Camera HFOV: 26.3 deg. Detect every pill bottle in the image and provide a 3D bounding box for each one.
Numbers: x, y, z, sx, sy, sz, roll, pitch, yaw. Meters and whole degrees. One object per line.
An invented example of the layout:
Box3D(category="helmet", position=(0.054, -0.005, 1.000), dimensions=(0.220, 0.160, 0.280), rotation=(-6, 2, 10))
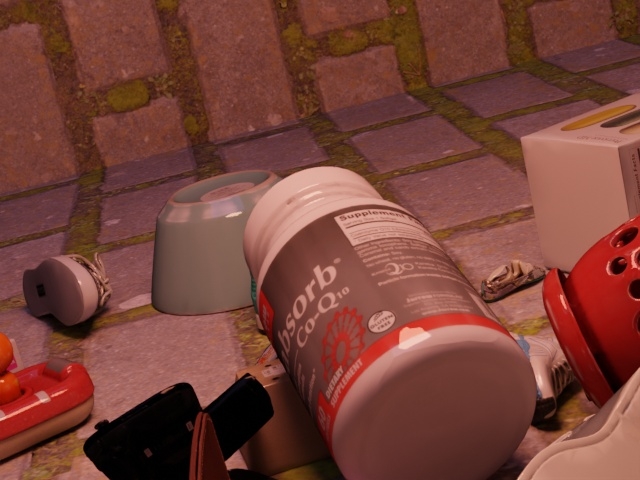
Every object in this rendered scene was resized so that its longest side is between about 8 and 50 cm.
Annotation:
Box3D(category="pill bottle", position=(0.054, 0.084, 1.420), dimensions=(0.210, 0.210, 0.363), rotation=(-17, 36, -13))

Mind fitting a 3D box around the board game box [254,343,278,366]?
Box3D(category="board game box", position=(-0.041, 0.141, 1.686), dimensions=(0.136, 0.035, 0.201), rotation=(-47, 3, 22))

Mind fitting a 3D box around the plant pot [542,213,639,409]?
Box3D(category="plant pot", position=(0.333, 0.076, 1.416), dimensions=(0.174, 0.191, 0.191), rotation=(-26, 13, 12))

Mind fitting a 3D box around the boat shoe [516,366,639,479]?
Box3D(category="boat shoe", position=(0.248, 0.223, 1.235), dimensions=(0.319, 0.116, 0.099), rotation=(-36, -16, -40))

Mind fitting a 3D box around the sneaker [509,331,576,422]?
Box3D(category="sneaker", position=(0.254, 0.141, 1.515), dimensions=(0.083, 0.071, 0.191), rotation=(-6, 16, 4))

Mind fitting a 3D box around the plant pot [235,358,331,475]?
Box3D(category="plant pot", position=(-0.044, 0.190, 1.533), dimensions=(0.109, 0.096, 0.109), rotation=(-17, 16, -9))

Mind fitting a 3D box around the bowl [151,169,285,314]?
Box3D(category="bowl", position=(-0.142, -0.012, 2.208), dimensions=(0.311, 0.163, 0.311), rotation=(-13, 15, 4))

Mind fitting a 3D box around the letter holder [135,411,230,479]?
Box3D(category="letter holder", position=(-0.132, 0.283, 1.052), dimensions=(0.152, 0.214, 0.302), rotation=(-13, 16, -1))

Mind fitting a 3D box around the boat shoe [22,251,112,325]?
Box3D(category="boat shoe", position=(-0.391, 0.077, 2.208), dimensions=(0.105, 0.113, 0.306), rotation=(-14, -1, -26))

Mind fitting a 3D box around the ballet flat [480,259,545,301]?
Box3D(category="ballet flat", position=(0.265, 0.048, 1.883), dimensions=(0.114, 0.041, 0.041), rotation=(-23, 18, -31))

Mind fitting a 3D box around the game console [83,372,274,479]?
Box3D(category="game console", position=(-0.139, 0.191, 1.294), dimensions=(0.213, 0.044, 0.361), rotation=(-40, -14, -12))

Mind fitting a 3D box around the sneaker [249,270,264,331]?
Box3D(category="sneaker", position=(0.000, 0.000, 2.012), dimensions=(0.124, 0.178, 0.295), rotation=(1, 21, 43))

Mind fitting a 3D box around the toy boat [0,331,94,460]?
Box3D(category="toy boat", position=(-0.412, 0.186, 1.748), dimensions=(0.231, 0.151, 0.151), rotation=(-23, 18, -32))

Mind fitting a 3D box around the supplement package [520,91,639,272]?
Box3D(category="supplement package", position=(0.452, -0.082, 1.887), dimensions=(0.262, 0.198, 0.199), rotation=(-22, 18, -27))

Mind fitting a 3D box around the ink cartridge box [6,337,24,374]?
Box3D(category="ink cartridge box", position=(-0.613, 0.192, 2.076), dimensions=(0.311, 0.065, 0.186), rotation=(1, 20, 46))

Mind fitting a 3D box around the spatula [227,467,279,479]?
Box3D(category="spatula", position=(-0.026, 0.265, 1.375), dimensions=(0.084, 0.030, 0.296), rotation=(-21, 17, -28))
